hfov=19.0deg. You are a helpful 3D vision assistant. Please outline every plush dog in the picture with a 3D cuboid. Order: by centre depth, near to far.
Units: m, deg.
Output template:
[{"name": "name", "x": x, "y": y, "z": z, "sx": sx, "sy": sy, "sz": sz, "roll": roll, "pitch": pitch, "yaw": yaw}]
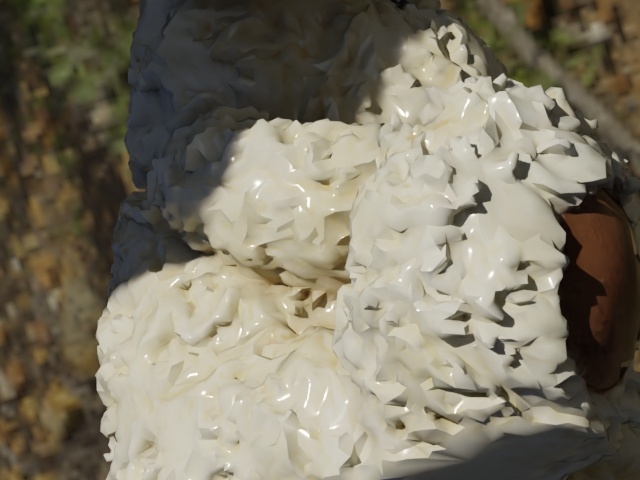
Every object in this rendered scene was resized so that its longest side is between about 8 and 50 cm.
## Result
[{"name": "plush dog", "x": 0.000, "y": 0.000, "z": 0.589, "sx": 0.262, "sy": 0.210, "sz": 0.225, "roll": 58, "pitch": -155, "yaw": -57}]
